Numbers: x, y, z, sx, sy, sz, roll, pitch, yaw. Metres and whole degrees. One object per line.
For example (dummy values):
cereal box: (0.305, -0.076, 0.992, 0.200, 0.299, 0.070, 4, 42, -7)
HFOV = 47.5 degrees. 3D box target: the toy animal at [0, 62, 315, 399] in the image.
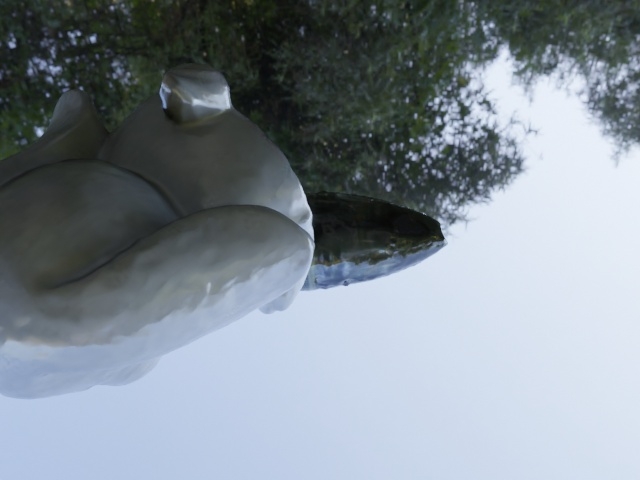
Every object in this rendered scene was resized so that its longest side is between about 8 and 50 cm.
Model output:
toy animal: (-0.162, -0.001, 0.551, 0.271, 0.206, 0.265, 34, -130, 22)

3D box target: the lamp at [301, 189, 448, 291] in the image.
lamp: (0.000, 0.000, 0.723, 0.249, 0.101, 0.101, -4, -133, 2)
